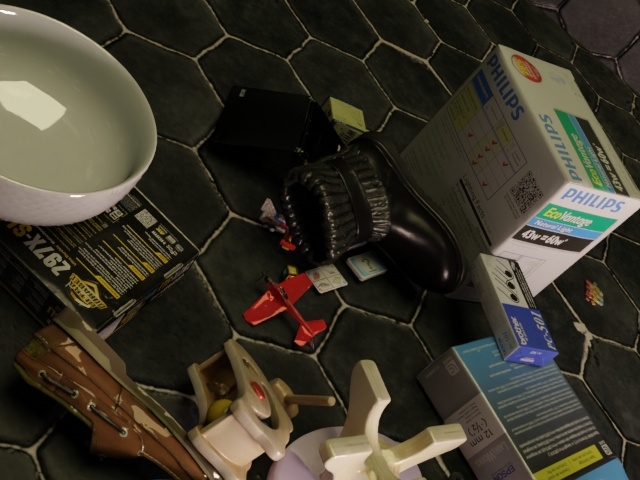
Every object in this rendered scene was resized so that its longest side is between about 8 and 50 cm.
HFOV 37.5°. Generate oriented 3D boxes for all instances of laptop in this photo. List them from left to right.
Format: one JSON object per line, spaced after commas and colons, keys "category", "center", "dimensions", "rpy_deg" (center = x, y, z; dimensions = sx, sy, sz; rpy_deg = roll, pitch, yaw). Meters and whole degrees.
{"category": "laptop", "center": [-0.060, -0.167, 1.785], "dimensions": [0.264, 0.136, 0.234], "rpy_deg": [55, 24, -26]}

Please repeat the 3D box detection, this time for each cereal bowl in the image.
{"category": "cereal bowl", "center": [-0.399, -0.149, 1.259], "dimensions": [0.339, 0.141, 0.339], "rpy_deg": [23, 41, -22]}

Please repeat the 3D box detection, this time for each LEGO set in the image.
{"category": "LEGO set", "center": [0.000, 0.000, 1.665], "dimensions": [0.244, 0.060, 0.182], "rpy_deg": [-15, 61, -47]}

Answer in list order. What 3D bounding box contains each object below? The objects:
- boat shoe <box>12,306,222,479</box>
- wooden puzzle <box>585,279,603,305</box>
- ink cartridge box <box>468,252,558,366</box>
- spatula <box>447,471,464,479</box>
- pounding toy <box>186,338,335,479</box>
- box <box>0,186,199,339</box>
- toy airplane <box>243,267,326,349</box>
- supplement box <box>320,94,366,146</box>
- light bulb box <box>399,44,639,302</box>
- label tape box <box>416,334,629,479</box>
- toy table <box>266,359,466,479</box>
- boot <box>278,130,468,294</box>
{"category": "boat shoe", "center": [-0.256, 0.228, 1.191], "dimensions": [0.104, 0.110, 0.307], "rpy_deg": [-45, 99, -18]}
{"category": "wooden puzzle", "center": [0.621, 0.119, 2.137], "dimensions": [0.049, 0.006, 0.083], "rpy_deg": [32, 38, -13]}
{"category": "ink cartridge box", "center": [0.339, 0.122, 1.677], "dimensions": [0.097, 0.046, 0.207], "rpy_deg": [13, 44, -31]}
{"category": "spatula", "center": [0.180, 0.461, 1.394], "dimensions": [0.084, 0.030, 0.296], "rpy_deg": [33, 38, -9]}
{"category": "pounding toy", "center": [-0.085, 0.203, 1.274], "dimensions": [0.154, 0.154, 0.269], "rpy_deg": [55, 5, -2]}
{"category": "box", "center": [-0.365, -0.021, 1.343], "dimensions": [0.322, 0.079, 0.257], "rpy_deg": [44, 39, 2]}
{"category": "toy airplane", "center": [-0.050, 0.111, 1.517], "dimensions": [0.151, 0.028, 0.151], "rpy_deg": [14, 60, -26]}
{"category": "supplement box", "center": [0.042, -0.240, 1.932], "dimensions": [0.083, 0.056, 0.083], "rpy_deg": [19, 43, -28]}
{"category": "light bulb box", "center": [0.372, -0.117, 1.855], "dimensions": [0.225, 0.361, 0.358], "rpy_deg": [9, 49, -35]}
{"category": "label tape box", "center": [0.355, 0.331, 1.611], "dimensions": [0.249, 0.115, 0.348], "rpy_deg": [-7, 60, -46]}
{"category": "toy table", "center": [0.073, 0.316, 1.337], "dimensions": [0.274, 0.161, 0.252], "rpy_deg": [-11, 61, -45]}
{"category": "boot", "center": [0.092, -0.010, 1.641], "dimensions": [0.348, 0.131, 0.260], "rpy_deg": [53, 40, -1]}
